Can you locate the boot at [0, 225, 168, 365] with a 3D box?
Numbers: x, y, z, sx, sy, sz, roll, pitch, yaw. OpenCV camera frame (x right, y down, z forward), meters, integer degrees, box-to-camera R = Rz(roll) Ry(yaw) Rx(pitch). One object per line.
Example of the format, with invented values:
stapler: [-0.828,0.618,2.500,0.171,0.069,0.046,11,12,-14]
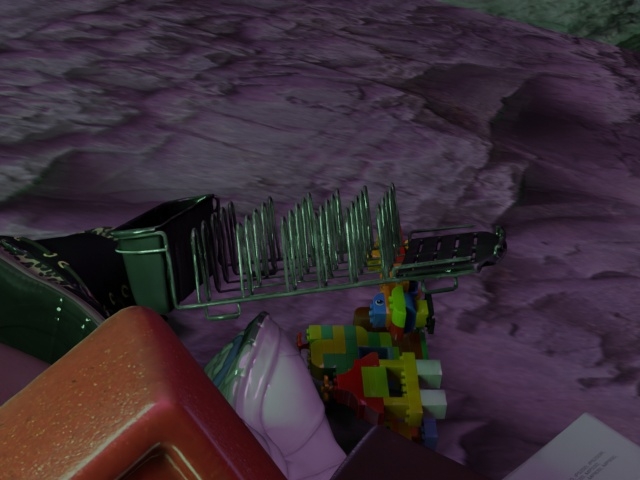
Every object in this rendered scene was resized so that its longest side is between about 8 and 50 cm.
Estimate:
boot: [-0.156,0.058,1.118,0.236,0.085,0.178,34,21,27]

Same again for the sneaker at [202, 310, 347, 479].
sneaker: [-0.033,0.151,1.011,0.129,0.111,0.297,36,19,-15]

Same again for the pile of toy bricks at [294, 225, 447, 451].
pile of toy bricks: [0.032,0.088,1.208,0.105,0.118,0.212,1,41,-5]

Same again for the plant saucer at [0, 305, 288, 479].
plant saucer: [-0.069,0.193,0.496,0.258,0.259,0.047,54,-25,-8]

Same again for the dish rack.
dish rack: [0.000,0.000,1.122,0.271,0.074,0.208,-6,8,7]

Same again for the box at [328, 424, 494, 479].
box: [0.145,0.268,0.729,0.381,0.191,0.143,25,21,9]

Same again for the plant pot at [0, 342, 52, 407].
plant pot: [-0.146,0.163,0.696,0.256,0.256,0.274,33,8,30]

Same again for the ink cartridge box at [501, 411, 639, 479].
ink cartridge box: [0.183,0.216,0.901,0.127,0.128,0.176,-36,47,-24]
